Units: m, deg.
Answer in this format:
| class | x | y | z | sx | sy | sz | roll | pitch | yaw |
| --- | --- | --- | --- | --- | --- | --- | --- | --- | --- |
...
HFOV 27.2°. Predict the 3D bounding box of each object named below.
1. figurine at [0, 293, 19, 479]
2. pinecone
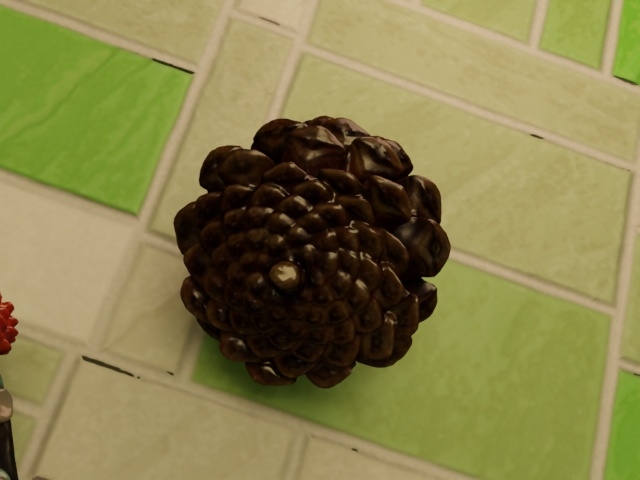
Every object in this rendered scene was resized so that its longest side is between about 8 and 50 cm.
| class | x | y | z | sx | sy | sz | roll | pitch | yaw |
| --- | --- | --- | --- | --- | --- | --- | --- | --- | --- |
| figurine | -0.228 | 0.159 | 0.846 | 0.137 | 0.110 | 0.246 | -17 | 71 | -27 |
| pinecone | 0.000 | 0.000 | 0.964 | 0.207 | 0.208 | 0.208 | 7 | 58 | -12 |
